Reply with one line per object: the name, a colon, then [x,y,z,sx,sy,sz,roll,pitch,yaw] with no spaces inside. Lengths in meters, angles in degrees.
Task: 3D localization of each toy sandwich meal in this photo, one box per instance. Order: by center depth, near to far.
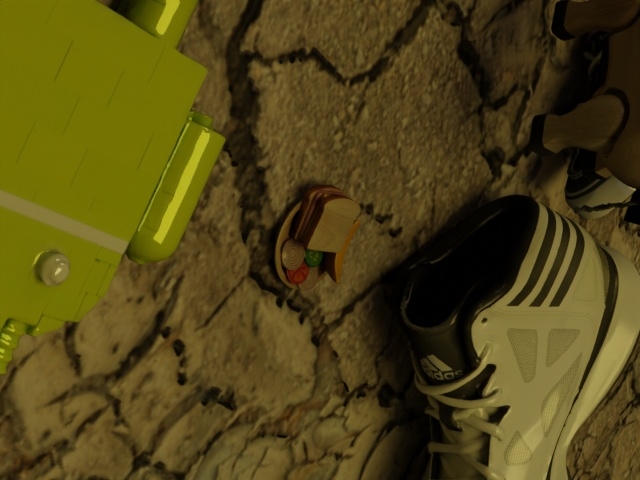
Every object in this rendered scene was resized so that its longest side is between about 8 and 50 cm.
toy sandwich meal: [0.000,0.000,0.928,0.085,0.029,0.085,-25,126,-40]

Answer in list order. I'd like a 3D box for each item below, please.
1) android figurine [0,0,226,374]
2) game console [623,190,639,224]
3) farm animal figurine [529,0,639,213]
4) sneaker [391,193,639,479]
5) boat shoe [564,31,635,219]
android figurine: [-0.160,-0.055,0.698,0.248,0.056,0.273,29,84,-52]
game console: [0.403,-0.191,1.235,0.213,0.044,0.361,109,6,-65]
farm animal figurine: [0.251,-0.182,0.928,0.330,0.172,0.326,0,89,-40]
sneaker: [0.112,0.166,1.071,0.257,0.169,0.447,32,75,-43]
boat shoe: [0.290,-0.164,1.133,0.102,0.108,0.301,35,81,-16]
